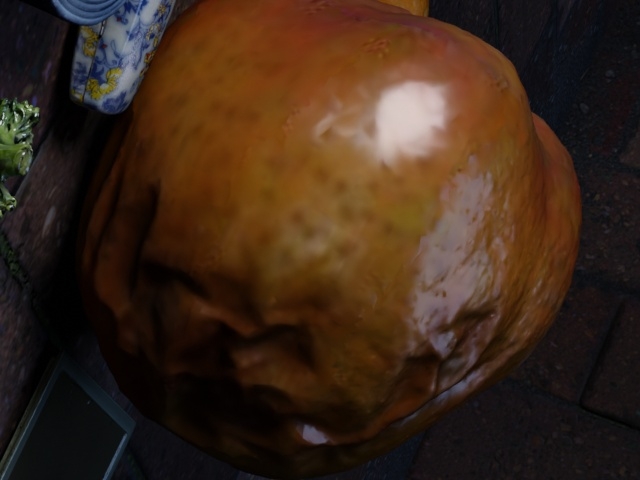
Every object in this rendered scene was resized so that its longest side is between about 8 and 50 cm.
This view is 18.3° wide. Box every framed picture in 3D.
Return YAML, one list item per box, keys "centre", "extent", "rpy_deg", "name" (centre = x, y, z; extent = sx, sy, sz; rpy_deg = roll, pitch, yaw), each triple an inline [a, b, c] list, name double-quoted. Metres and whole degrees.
- centre: [-0.266, 0.243, 1.915]
  extent: [0.296, 0.019, 0.232]
  rpy_deg: [67, 46, -69]
  name: "framed picture"

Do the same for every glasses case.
- centre: [-0.148, -0.224, 1.633]
  extent: [0.087, 0.065, 0.248]
  rpy_deg: [-22, 130, -74]
  name: "glasses case"

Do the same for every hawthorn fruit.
- centre: [0.000, 0.000, 1.771]
  extent: [0.472, 0.472, 0.471]
  rpy_deg: [20, 90, -75]
  name: "hawthorn fruit"

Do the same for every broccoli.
- centre: [-0.244, -0.058, 1.478]
  extent: [0.097, 0.092, 0.095]
  rpy_deg: [-13, 103, -54]
  name: "broccoli"

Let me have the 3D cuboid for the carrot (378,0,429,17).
- centre: [0.059, -0.270, 2.157]
  extent: [0.159, 0.159, 0.225]
  rpy_deg: [84, 21, -58]
  name: "carrot"

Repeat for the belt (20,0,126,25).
- centre: [-0.186, -0.237, 1.456]
  extent: [0.141, 0.082, 0.190]
  rpy_deg: [-67, 166, 1]
  name: "belt"
